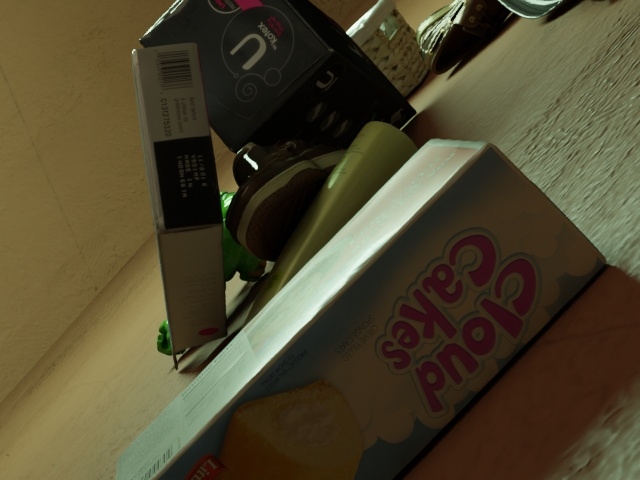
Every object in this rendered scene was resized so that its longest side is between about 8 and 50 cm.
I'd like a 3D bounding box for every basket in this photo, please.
[{"bbox_3d":[0.047,-0.198,1.890,0.167,0.103,0.113,-40,10,31],"label":"basket"}]

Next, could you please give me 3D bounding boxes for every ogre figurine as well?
[{"bbox_3d":[-0.117,0.023,1.648,0.197,0.097,0.118,-47,4,-27],"label":"ogre figurine"}]

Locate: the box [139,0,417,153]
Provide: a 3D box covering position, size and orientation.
[{"bbox_3d":[-0.036,-0.167,1.584,0.143,0.165,0.270,-44,-20,10],"label":"box"}]

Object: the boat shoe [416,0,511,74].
[{"bbox_3d":[0.175,-0.245,1.670,0.178,0.064,0.060,-41,40,35],"label":"boat shoe"}]

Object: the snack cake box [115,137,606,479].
[{"bbox_3d":[0.011,0.067,0.817,0.264,0.089,0.152,-45,6,-1],"label":"snack cake box"}]

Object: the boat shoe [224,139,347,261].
[{"bbox_3d":[-0.042,-0.045,1.406,0.095,0.095,0.257,-67,-14,14],"label":"boat shoe"}]

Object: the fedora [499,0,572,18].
[{"bbox_3d":[0.170,-0.338,1.449,0.275,0.124,0.244,59,138,49],"label":"fedora"}]

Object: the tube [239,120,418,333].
[{"bbox_3d":[0.000,0.000,1.324,0.062,0.070,0.240,19,61,34],"label":"tube"}]

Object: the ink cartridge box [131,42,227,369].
[{"bbox_3d":[-0.129,-0.018,1.448,0.069,0.176,0.371,-7,-22,-8],"label":"ink cartridge box"}]
